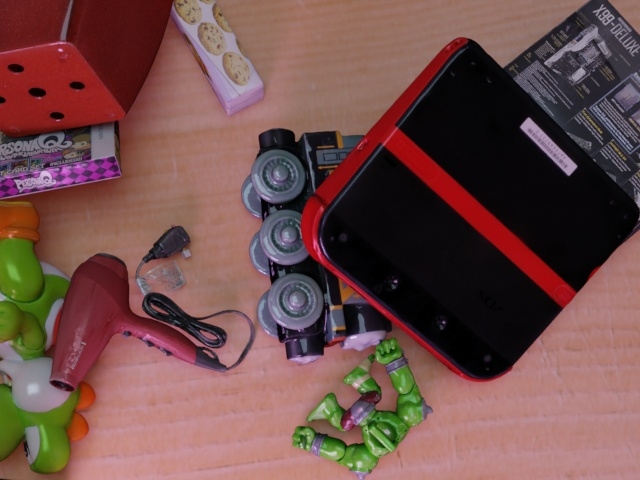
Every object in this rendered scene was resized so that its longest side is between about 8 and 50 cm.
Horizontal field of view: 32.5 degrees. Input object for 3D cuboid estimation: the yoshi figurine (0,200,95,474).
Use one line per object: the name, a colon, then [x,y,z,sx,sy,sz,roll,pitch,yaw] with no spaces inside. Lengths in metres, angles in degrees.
yoshi figurine: [-0.439,0.143,1.461,0.202,0.203,0.362,-17,80,11]

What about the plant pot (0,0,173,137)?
plant pot: [-0.366,-0.291,1.458,0.267,0.267,0.236,-8,62,12]

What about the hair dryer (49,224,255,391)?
hair dryer: [-0.240,0.109,1.473,0.293,0.080,0.224,-28,77,-31]

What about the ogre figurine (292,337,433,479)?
ogre figurine: [0.063,0.240,1.492,0.197,0.097,0.118,-42,78,-12]

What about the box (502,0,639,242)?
box: [0.412,-0.173,1.607,0.242,0.076,0.307,-39,81,-10]

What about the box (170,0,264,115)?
box: [-0.187,-0.340,1.632,0.067,0.063,0.324,-28,80,-8]

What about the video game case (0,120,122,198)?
video game case: [-0.396,-0.135,1.528,0.232,0.042,0.210,-11,36,-4]

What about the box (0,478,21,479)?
box: [-0.436,0.415,1.321,0.079,0.322,0.257,28,77,6]

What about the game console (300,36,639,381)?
game console: [0.200,-0.023,1.455,0.386,0.060,0.342,40,91,-24]

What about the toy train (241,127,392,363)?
toy train: [0.000,0.000,1.530,0.190,0.142,0.334,-6,78,-13]
